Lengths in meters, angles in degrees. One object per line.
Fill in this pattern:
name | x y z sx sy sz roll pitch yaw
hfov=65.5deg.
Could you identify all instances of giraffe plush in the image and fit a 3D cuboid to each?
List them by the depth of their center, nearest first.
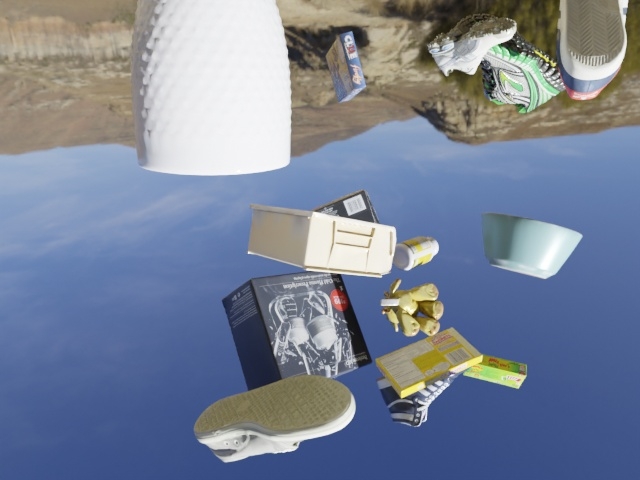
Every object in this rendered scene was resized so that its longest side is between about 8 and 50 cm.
giraffe plush | 0.273 0.226 1.624 0.210 0.181 0.170 16 163 -5

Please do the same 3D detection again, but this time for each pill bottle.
pill bottle | 0.352 0.042 1.839 0.184 0.103 0.103 -16 -160 -40

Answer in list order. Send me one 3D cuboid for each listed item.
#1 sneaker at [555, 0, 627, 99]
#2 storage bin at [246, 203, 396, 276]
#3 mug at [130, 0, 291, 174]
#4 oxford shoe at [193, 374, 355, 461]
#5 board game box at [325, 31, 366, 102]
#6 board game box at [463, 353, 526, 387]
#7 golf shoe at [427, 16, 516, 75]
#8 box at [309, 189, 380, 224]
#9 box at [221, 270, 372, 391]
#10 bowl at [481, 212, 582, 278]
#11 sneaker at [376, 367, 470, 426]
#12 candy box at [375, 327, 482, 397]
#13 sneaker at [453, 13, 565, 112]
sneaker | 0.499 -0.424 0.921 0.131 0.350 0.148 11 166 22
storage bin | 0.000 0.000 1.180 0.260 0.123 0.262 8 -179 -38
mug | -0.173 -0.313 0.913 0.276 0.328 0.374 7 -162 19
oxford shoe | -0.099 0.413 1.125 0.449 0.130 0.169 -23 -162 32
board game box | 0.077 -0.540 1.578 0.042 0.165 0.243 -17 -171 -7
board game box | 0.574 0.428 1.646 0.181 0.092 0.043 11 -131 12
golf shoe | 0.290 -0.357 0.929 0.069 0.086 0.176 -44 -151 -24
box | 0.057 -0.041 1.556 0.247 0.163 0.142 -22 180 7
box | -0.065 0.266 1.451 0.343 0.312 0.179 -5 159 -43
bowl | 0.661 0.024 1.621 0.312 0.163 0.311 16 -178 0
sneaker | 0.305 0.416 1.371 0.282 0.153 0.099 -23 160 21
candy box | 0.234 0.260 1.078 0.206 0.027 0.105 -17 -149 -18
sneaker | 0.408 -0.373 1.101 0.343 0.146 0.134 17 -136 -33
